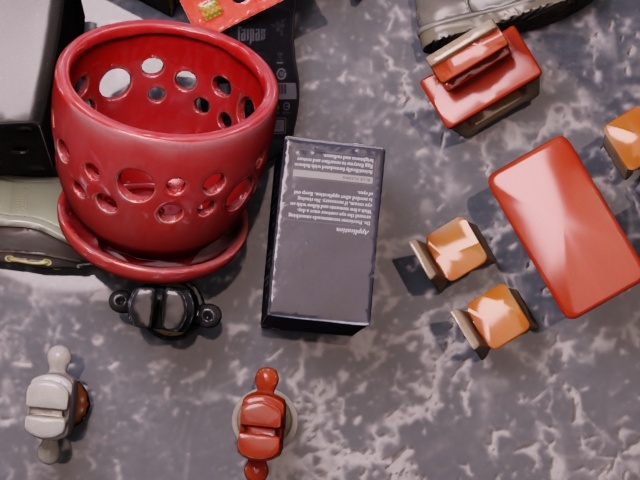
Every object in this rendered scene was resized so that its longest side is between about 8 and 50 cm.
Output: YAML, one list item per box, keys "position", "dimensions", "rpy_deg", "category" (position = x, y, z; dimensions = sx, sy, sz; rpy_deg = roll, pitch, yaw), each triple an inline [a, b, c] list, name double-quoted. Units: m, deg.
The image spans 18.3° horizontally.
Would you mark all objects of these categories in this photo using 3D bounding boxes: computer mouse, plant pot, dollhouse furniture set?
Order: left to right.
- position: [-0.305, -0.152, 1.741]
  dimensions: [0.187, 0.188, 0.167]
  rpy_deg: [-3, 73, -3]
  category: "plant pot"
- position: [-0.141, -0.072, 1.709]
  dimensions: [0.191, 0.191, 0.174]
  rpy_deg: [12, 127, -1]
  category: "plant pot"
- position: [-0.040, -0.206, 1.836]
  dimensions: [0.184, 0.060, 0.262]
  rpy_deg: [-10, 102, -31]
  category: "computer mouse"
- position: [0.192, -0.057, 1.771]
  dimensions: [0.262, 0.135, 0.259]
  rpy_deg: [-31, 77, 5]
  category: "dollhouse furniture set"

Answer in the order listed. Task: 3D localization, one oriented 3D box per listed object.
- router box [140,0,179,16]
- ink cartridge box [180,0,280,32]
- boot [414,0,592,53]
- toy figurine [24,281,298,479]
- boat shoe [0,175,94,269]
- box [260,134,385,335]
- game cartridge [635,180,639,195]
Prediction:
- position: [-0.217, -0.388, 1.838]
  dimensions: [0.309, 0.081, 0.243]
  rpy_deg: [27, 83, 1]
  category: "router box"
- position: [-0.083, -0.283, 1.731]
  dimensions: [0.145, 0.045, 0.179]
  rpy_deg: [-26, 100, 0]
  category: "ink cartridge box"
- position: [0.145, -0.295, 1.857]
  dimensions: [0.190, 0.076, 0.208]
  rpy_deg: [-13, 78, -6]
  category: "boot"
- position: [-0.144, 0.153, 1.757]
  dimensions: [0.209, 0.148, 0.213]
  rpy_deg: [-42, 89, 0]
  category: "toy figurine"
- position: [-0.251, -0.012, 1.805]
  dimensions: [0.228, 0.068, 0.081]
  rpy_deg: [11, 47, -4]
  category: "boat shoe"
- position: [0.000, 0.000, 1.768]
  dimensions: [0.093, 0.156, 0.158]
  rpy_deg: [6, 84, -3]
  category: "box"
- position: [0.465, -0.030, 1.846]
  dimensions: [0.294, 0.060, 0.196]
  rpy_deg: [39, 80, 2]
  category: "game cartridge"
